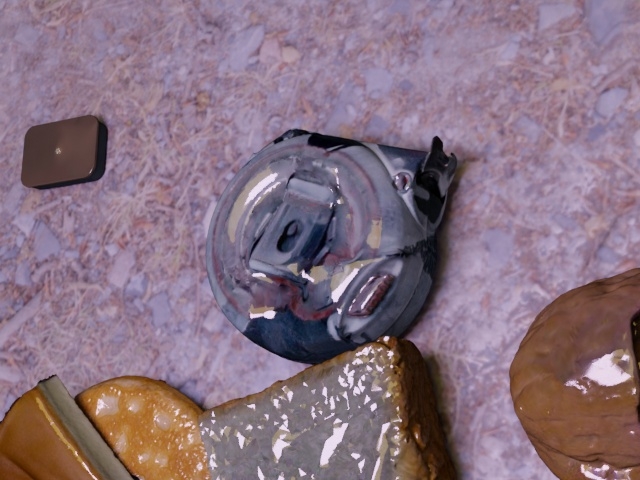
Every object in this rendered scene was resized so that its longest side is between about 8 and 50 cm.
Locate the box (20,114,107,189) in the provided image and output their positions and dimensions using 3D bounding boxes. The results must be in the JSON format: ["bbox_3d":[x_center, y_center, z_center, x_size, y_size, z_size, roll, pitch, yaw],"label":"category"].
[{"bbox_3d":[-0.345,-0.117,1.691,0.126,0.031,0.091,-9,71,27],"label":"box"}]

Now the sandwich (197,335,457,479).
[{"bbox_3d":[0.019,0.293,1.314,0.262,0.131,0.325,-22,67,19],"label":"sandwich"}]

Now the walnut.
[{"bbox_3d":[0.278,0.125,1.223,0.204,0.141,0.238,24,85,36],"label":"walnut"}]

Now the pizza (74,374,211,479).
[{"bbox_3d":[-0.195,0.231,1.489,0.246,0.058,0.127,11,81,30],"label":"pizza"}]

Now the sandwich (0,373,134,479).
[{"bbox_3d":[-0.330,0.318,1.508,0.212,0.063,0.245,49,125,18],"label":"sandwich"}]

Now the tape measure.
[{"bbox_3d":[0.000,0.000,1.404,0.256,0.147,0.275,13,80,31],"label":"tape measure"}]
